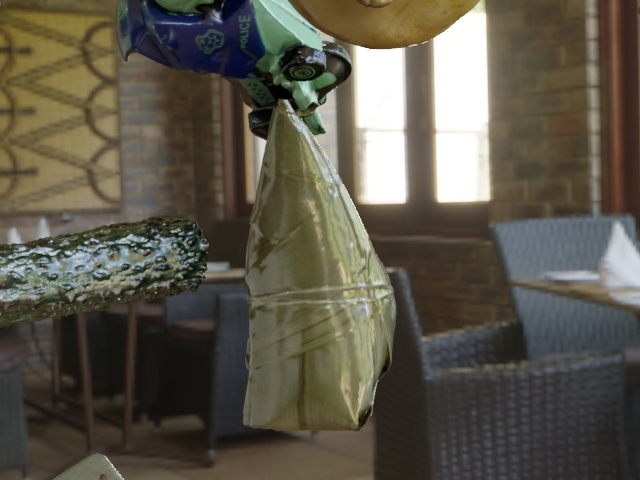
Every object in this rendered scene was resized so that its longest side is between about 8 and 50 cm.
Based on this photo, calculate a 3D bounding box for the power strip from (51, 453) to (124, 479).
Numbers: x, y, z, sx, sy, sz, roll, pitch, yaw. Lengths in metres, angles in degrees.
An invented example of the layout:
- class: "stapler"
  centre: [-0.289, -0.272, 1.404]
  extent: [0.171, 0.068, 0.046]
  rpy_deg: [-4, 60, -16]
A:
- class: "power strip"
  centre: [-0.261, 0.265, 0.793]
  extent: [0.338, 0.058, 0.098]
  rpy_deg: [-32, 25, -18]

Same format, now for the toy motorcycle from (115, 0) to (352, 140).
- class: "toy motorcycle"
  centre: [-0.101, -0.223, 1.255]
  extent: [0.196, 0.125, 0.331]
  rpy_deg: [-15, -25, 25]

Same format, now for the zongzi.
- class: "zongzi"
  centre: [0.000, 0.000, 1.437]
  extent: [0.182, 0.418, 0.447]
  rpy_deg: [-4, 15, 5]

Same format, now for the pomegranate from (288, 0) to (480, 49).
- class: "pomegranate"
  centre: [0.043, -0.221, 0.780]
  extent: [0.196, 0.196, 0.196]
  rpy_deg: [-2, 3, 0]

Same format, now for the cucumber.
- class: "cucumber"
  centre: [-0.280, 0.034, 1.168]
  extent: [0.096, 0.096, 0.359]
  rpy_deg: [1, 7, 45]

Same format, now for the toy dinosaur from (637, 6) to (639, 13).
- class: "toy dinosaur"
  centre: [0.438, -0.154, 1.119]
  extent: [0.327, 0.206, 0.113]
  rpy_deg: [-2, 0, -44]
